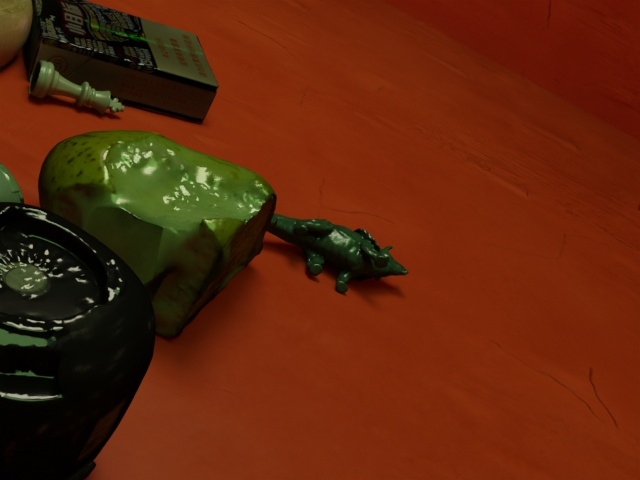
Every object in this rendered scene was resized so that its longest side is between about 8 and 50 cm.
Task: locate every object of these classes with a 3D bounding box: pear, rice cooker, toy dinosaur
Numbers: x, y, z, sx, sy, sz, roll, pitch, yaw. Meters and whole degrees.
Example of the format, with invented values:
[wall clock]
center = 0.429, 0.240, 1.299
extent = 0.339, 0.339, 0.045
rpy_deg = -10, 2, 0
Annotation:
[pear]
center = -0.215, -0.047, 1.154
extent = 0.281, 0.176, 0.286
rpy_deg = 30, 28, 6
[rice cooker]
center = -0.284, 0.104, 0.794
extent = 0.267, 0.224, 0.267
rpy_deg = 22, 32, -14
[toy dinosaur]
center = 0.005, 0.010, 1.357
extent = 0.291, 0.079, 0.120
rpy_deg = 16, 26, -28

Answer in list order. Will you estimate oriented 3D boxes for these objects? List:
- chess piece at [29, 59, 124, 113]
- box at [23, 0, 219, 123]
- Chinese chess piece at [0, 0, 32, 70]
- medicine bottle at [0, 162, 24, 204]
[chess piece]
center = -0.378, -0.231, 1.422
extent = 0.149, 0.059, 0.059
rpy_deg = 19, 30, -29
[box]
center = -0.346, -0.318, 1.553
extent = 0.310, 0.084, 0.198
rpy_deg = 11, 34, -30
[Chinese chess piece]
center = -0.585, -0.368, 1.395
extent = 0.270, 0.112, 0.270
rpy_deg = 23, 30, -14
[medicine bottle]
center = -0.443, -0.012, 0.932
extent = 0.133, 0.133, 0.274
rpy_deg = 39, 31, 17
